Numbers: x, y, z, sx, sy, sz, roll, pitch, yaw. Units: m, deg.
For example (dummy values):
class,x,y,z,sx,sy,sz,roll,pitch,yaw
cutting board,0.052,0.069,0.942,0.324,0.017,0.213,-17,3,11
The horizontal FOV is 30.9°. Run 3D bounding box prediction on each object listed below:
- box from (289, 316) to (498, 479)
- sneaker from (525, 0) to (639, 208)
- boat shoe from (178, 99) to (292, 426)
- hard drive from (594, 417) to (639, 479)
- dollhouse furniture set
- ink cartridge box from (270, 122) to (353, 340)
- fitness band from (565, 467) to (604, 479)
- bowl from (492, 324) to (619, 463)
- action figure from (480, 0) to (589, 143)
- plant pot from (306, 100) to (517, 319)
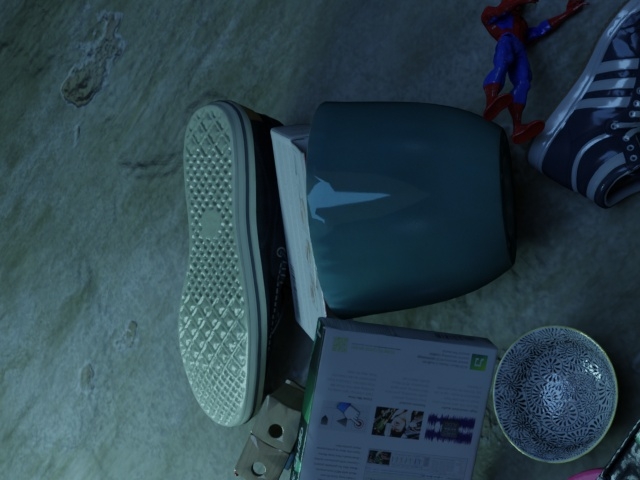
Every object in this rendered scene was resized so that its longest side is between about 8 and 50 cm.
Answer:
class,x,y,z,sx,sy,sz,roll,pitch,yaw
box,0.085,0.271,1.501,0.058,0.232,0.322,-129,48,-77
sneaker,0.394,-0.173,1.450,0.153,0.099,0.282,44,110,34
boat shoe,-0.115,0.037,1.779,0.187,0.156,0.500,3,95,44
hard drive,0.419,0.271,1.200,0.237,0.064,0.339,53,144,33
dollhouse furniture set,-0.007,0.309,1.679,0.183,0.129,0.129,26,99,9
ink cartridge box,0.000,0.000,1.594,0.261,0.066,0.296,-137,38,-73
fitness band,0.371,0.408,1.380,0.209,0.054,0.291,-52,53,18
bowl,0.309,0.195,1.454,0.170,0.080,0.170,-9,75,36
action figure,0.279,-0.263,1.518,0.139,0.091,0.280,-37,30,31
plant pot,0.132,-0.049,1.521,0.235,0.293,0.293,-5,77,16
